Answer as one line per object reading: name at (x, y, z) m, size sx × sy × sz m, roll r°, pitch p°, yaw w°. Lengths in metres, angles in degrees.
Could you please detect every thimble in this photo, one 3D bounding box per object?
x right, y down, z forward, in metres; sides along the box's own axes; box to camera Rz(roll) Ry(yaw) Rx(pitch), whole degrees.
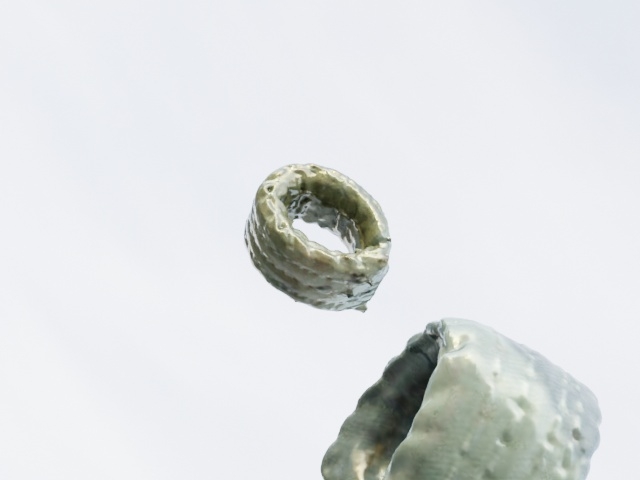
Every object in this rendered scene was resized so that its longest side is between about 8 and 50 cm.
thimble at (0.114, 0.193, 1.363) m, size 0.172 × 0.205 × 0.250 m, roll 29°, pitch -61°, yaw -10°
thimble at (0.000, 0.000, 1.103) m, size 0.110 × 0.084 × 0.062 m, roll 42°, pitch -34°, yaw 15°
